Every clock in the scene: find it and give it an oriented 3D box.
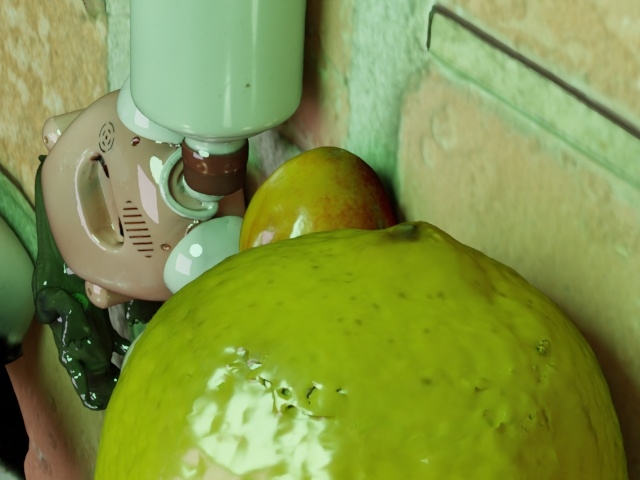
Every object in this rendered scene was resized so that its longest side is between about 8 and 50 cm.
[{"bbox_3d":[-0.113,-0.030,1.235,0.162,0.093,0.165,-11,95,56],"label":"clock"}]

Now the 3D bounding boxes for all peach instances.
[{"bbox_3d":[0.001,0.000,1.064,0.101,0.101,0.100,33,131,47],"label":"peach"}]

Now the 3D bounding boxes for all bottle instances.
[{"bbox_3d":[-0.059,-0.140,1.079,0.104,0.104,0.245,37,134,45],"label":"bottle"}]

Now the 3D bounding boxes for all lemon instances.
[{"bbox_3d":[0.019,0.127,0.928,0.293,0.293,0.293,33,131,47],"label":"lemon"}]

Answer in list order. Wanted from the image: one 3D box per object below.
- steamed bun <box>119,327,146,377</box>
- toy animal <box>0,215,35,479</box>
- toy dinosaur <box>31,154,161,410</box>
[{"bbox_3d":[-0.086,0.104,1.250,0.130,0.091,0.112,-22,90,59],"label":"steamed bun"},{"bbox_3d":[-0.351,0.084,1.519,0.251,0.251,0.310,110,155,-46],"label":"toy animal"},{"bbox_3d":[-0.198,0.046,1.412,0.179,0.087,0.187,31,129,46],"label":"toy dinosaur"}]
